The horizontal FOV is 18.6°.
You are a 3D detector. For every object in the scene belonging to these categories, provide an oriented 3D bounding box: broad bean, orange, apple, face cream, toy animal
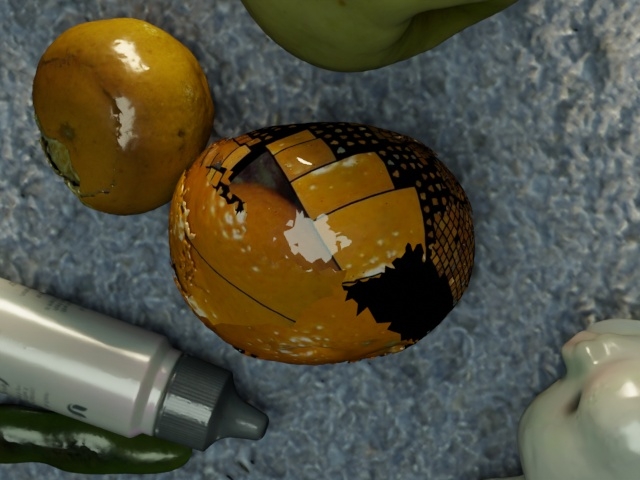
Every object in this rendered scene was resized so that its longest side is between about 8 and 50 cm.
[{"bbox_3d":[-0.251,0.166,1.642,0.297,0.043,0.060,1,112,10],"label":"broad bean"},{"bbox_3d":[0.000,0.000,1.478,0.234,0.234,0.182,10,72,7],"label":"orange"},{"bbox_3d":[0.051,-0.253,1.413,0.262,0.262,0.262,2,101,8],"label":"apple"},{"bbox_3d":[-0.190,0.101,1.595,0.311,0.092,0.092,18,103,5],"label":"face cream"},{"bbox_3d":[0.268,0.174,1.487,0.367,0.196,0.241,-16,99,9],"label":"toy animal"},{"bbox_3d":[-0.153,-0.098,1.537,0.156,0.134,0.157,22,119,46],"label":"orange"}]
